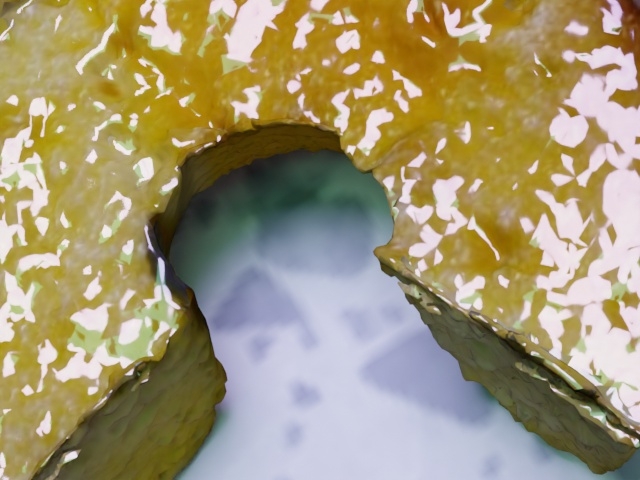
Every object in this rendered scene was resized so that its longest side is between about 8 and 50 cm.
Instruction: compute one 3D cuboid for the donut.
[{"bbox_3d":[-0.003,-0.011,0.391,0.181,0.078,0.146,-11,69,15],"label":"donut"}]
